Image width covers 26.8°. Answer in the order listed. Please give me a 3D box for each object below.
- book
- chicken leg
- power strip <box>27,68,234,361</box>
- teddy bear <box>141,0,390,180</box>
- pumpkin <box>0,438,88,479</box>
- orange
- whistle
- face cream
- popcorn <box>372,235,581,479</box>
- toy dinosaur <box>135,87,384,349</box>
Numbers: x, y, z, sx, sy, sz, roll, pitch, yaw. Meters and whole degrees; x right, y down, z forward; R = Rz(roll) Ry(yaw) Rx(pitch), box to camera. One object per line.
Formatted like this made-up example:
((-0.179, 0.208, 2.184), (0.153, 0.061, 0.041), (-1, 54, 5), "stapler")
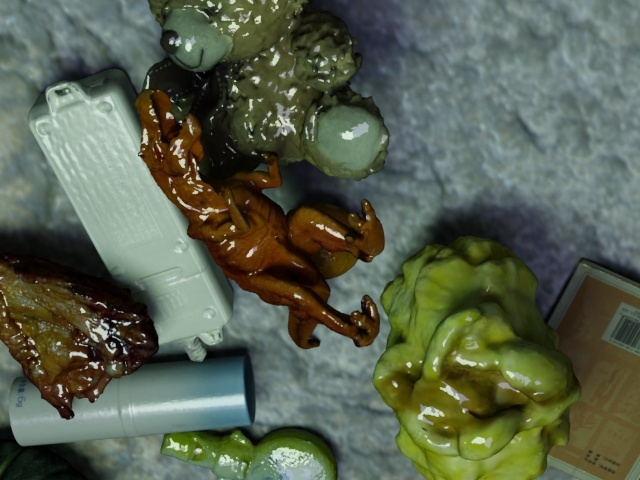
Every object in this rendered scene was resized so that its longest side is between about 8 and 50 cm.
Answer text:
((0.301, 0.150, 1.418), (0.170, 0.018, 0.241), (24, 119, 2), "book")
((-0.303, 0.089, 1.348), (0.322, 0.083, 0.177), (11, 115, 20), "chicken leg")
((-0.178, -0.018, 1.321), (0.098, 0.058, 0.338), (-18, 118, 10), "power strip")
((-0.064, -0.175, 1.175), (0.267, 0.156, 0.256), (-2, 130, 37), "teddy bear")
((-0.347, 0.335, 1.455), (0.250, 0.216, 0.250), (0, 91, 1), "pumpkin")
((0.000, 0.000, 1.322), (0.083, 0.070, 0.083), (6, 129, 8), "orange")
((-0.077, 0.244, 1.480), (0.198, 0.057, 0.104), (17, 109, -1), "whistle")
((-0.197, 0.170, 1.418), (0.250, 0.077, 0.077), (-6, 120, 6), "face cream")
((0.146, 0.122, 1.306), (0.195, 0.255, 0.256), (-3, 91, 1), "popcorn")
((-0.022, 0.029, 1.199), (0.208, 0.097, 0.432), (16, 152, 36), "toy dinosaur")
